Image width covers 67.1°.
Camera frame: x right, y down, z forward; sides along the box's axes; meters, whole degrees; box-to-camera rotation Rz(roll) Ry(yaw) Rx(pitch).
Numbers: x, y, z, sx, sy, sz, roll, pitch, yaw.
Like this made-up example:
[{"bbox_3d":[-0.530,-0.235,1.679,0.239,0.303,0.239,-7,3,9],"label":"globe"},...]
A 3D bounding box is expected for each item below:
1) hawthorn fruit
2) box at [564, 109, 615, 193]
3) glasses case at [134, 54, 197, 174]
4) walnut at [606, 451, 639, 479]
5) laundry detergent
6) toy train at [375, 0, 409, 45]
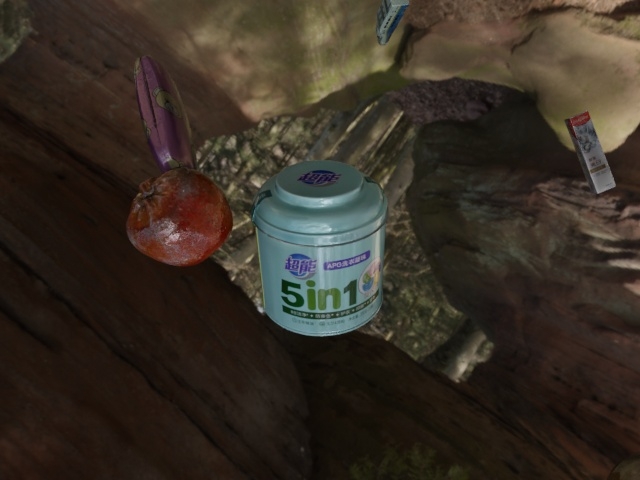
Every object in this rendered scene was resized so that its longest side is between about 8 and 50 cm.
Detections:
[{"bbox_3d":[-0.235,-0.035,0.825,0.173,0.172,0.173,33,172,5],"label":"hawthorn fruit"},{"bbox_3d":[0.717,-0.233,1.285,0.039,0.055,0.218,-70,-44,-82],"label":"box"},{"bbox_3d":[-0.313,-0.244,0.976,0.123,0.076,0.316,62,-174,-62],"label":"glasses case"},{"bbox_3d":[0.356,0.178,0.232,0.384,0.383,0.383,33,172,5],"label":"walnut"},{"bbox_3d":[0.000,0.000,1.052,0.287,0.287,0.305,27,133,36],"label":"laundry detergent"},{"bbox_3d":[0.172,-0.576,1.269,0.051,0.052,0.234,-11,178,-9],"label":"toy train"}]
